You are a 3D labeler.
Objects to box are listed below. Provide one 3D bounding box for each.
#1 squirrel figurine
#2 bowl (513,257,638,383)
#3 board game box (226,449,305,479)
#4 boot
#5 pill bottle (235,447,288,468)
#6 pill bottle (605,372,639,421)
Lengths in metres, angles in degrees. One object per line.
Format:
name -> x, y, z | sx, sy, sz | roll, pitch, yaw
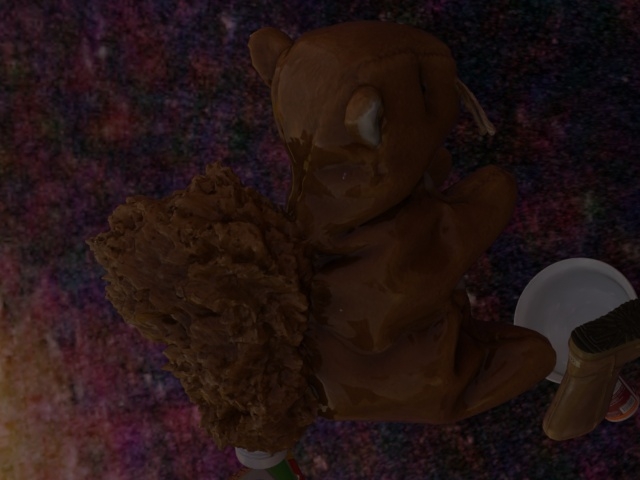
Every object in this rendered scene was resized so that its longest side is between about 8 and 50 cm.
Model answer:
squirrel figurine -> 0.000, 0.000, 0.719 | 0.281, 0.396, 0.371 | 52, 161, 44
bowl -> 0.612, 0.198, 1.796 | 0.297, 0.134, 0.298 | -18, 61, 37
board game box -> -0.105, 0.367, 0.962 | 0.039, 0.259, 0.124 | -16, 103, 48
boot -> 0.521, 0.232, 1.388 | 0.089, 0.236, 0.270 | -111, 11, -44
pill bottle -> -0.076, 0.190, 0.924 | 0.087, 0.087, 0.160 | 27, 131, 43
pill bottle -> 0.576, 0.292, 1.583 | 0.152, 0.086, 0.086 | 47, 141, -19
